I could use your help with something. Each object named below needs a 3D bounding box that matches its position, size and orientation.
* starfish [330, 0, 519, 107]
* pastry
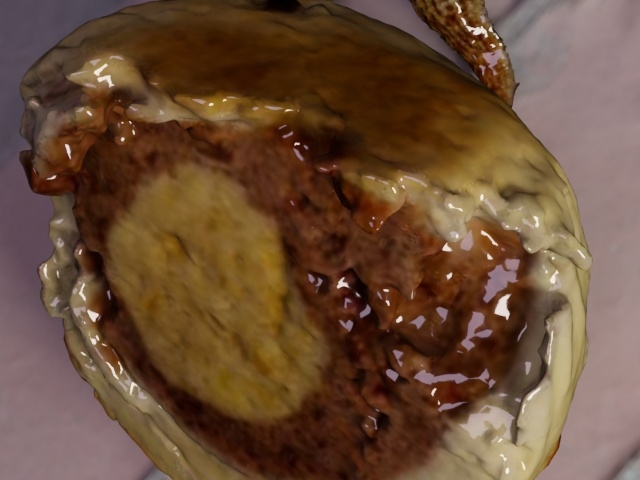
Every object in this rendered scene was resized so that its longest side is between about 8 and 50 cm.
[{"bbox_3d":[0.045,-0.166,0.875,0.213,0.057,0.238,-31,74,33],"label":"starfish"},{"bbox_3d":[0.006,0.008,0.841,0.256,0.170,0.237,25,139,23],"label":"pastry"}]
